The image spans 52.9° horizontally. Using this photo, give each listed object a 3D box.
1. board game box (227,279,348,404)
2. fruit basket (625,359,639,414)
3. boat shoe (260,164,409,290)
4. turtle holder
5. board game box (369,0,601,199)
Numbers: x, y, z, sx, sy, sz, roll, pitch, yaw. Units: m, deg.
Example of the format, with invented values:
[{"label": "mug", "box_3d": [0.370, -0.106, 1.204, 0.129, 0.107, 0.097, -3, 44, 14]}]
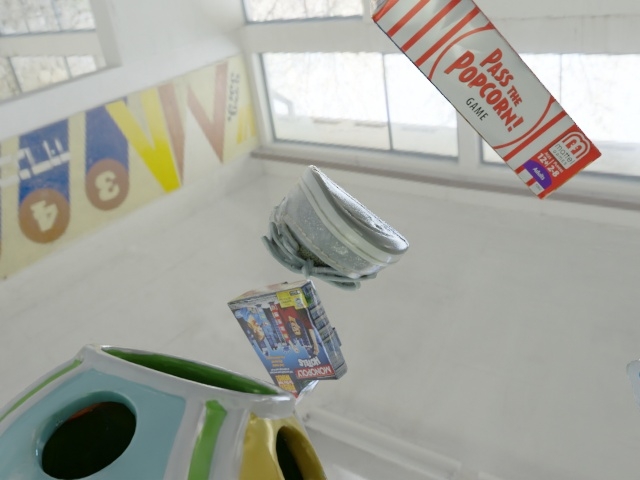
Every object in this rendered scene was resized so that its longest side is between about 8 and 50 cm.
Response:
[{"label": "board game box", "box_3d": [-0.036, 0.162, 0.995, 0.060, 0.194, 0.194, -28, -171, -41]}, {"label": "fruit basket", "box_3d": [0.410, 0.199, 0.381, 0.353, 0.327, 0.165, -18, 164, 27]}, {"label": "boat shoe", "box_3d": [-0.002, -0.002, 0.637, 0.103, 0.118, 0.320, -53, -168, 0]}, {"label": "turtle holder", "box_3d": [-0.086, 0.192, 0.371, 0.243, 0.227, 0.320, 22, 169, -42]}, {"label": "board game box", "box_3d": [0.094, -0.127, 0.423, 0.045, 0.147, 0.193, -40, -158, 22]}]
